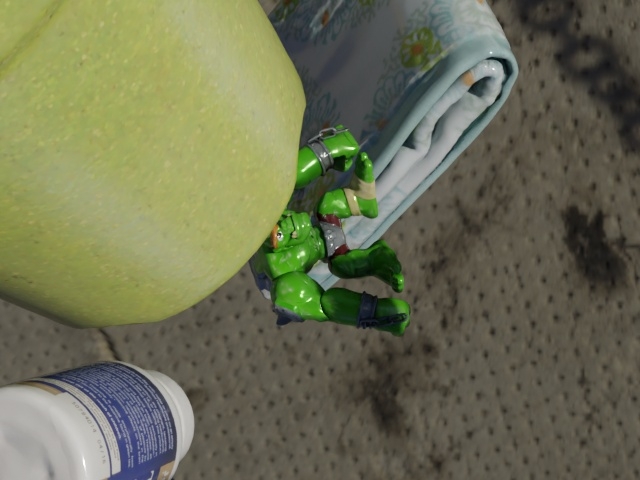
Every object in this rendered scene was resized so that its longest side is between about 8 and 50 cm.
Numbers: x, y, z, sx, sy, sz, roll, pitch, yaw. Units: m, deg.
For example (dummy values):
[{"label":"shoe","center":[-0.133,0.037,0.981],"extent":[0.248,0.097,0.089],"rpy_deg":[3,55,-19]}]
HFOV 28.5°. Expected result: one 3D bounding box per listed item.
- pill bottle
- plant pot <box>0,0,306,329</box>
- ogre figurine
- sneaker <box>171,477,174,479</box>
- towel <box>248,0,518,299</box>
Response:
[{"label":"pill bottle","center":[-0.098,0.085,0.523],"extent":[0.067,0.120,0.067],"rpy_deg":[1,92,17]},{"label":"plant pot","center":[-0.138,-0.090,0.536],"extent":[0.276,0.276,0.254],"rpy_deg":[-20,146,19]},{"label":"ogre figurine","center":[0.000,0.000,1.107],"extent":[0.118,0.097,0.197],"rpy_deg":[-15,88,-8]},{"label":"sneaker","center":[-0.178,0.305,1.223],"extent":[0.083,0.221,0.087],"rpy_deg":[-9,150,7]},{"label":"towel","center":[0.021,-0.158,1.328],"extent":[0.090,0.320,0.374],"rpy_deg":[19,126,-39]}]
